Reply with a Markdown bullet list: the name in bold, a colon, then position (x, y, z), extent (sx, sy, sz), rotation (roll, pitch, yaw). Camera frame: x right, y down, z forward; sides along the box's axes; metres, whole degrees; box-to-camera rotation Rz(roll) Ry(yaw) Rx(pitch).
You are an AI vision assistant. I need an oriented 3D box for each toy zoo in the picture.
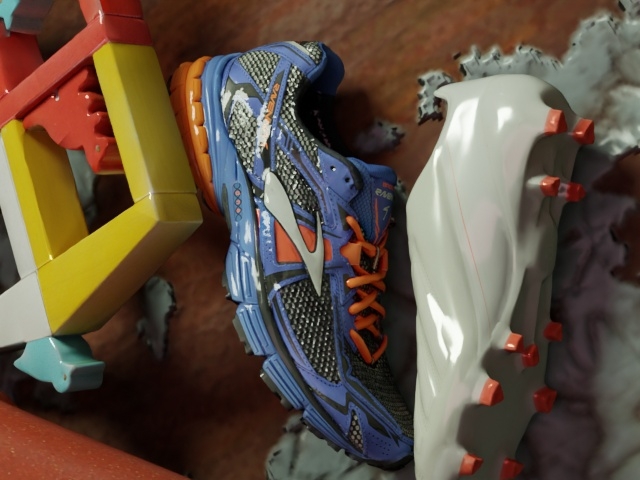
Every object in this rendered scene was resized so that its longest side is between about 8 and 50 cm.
- **toy zoo**: position (-0.153, -0.065, 0.700), extent (0.192, 0.030, 0.293), rotation (-30, 71, 40)

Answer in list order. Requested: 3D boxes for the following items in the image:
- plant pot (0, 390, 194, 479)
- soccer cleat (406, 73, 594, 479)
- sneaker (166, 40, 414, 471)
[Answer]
- **plant pot**: position (-0.116, 0.192, 0.569), extent (0.265, 0.272, 0.272), rotation (13, 89, 16)
- **soccer cleat**: position (0.068, 0.022, 0.624), extent (0.076, 0.068, 0.196), rotation (10, 86, 38)
- **sneaker**: position (0.000, 0.000, 0.645), extent (0.087, 0.083, 0.221), rotation (-25, 77, 14)
